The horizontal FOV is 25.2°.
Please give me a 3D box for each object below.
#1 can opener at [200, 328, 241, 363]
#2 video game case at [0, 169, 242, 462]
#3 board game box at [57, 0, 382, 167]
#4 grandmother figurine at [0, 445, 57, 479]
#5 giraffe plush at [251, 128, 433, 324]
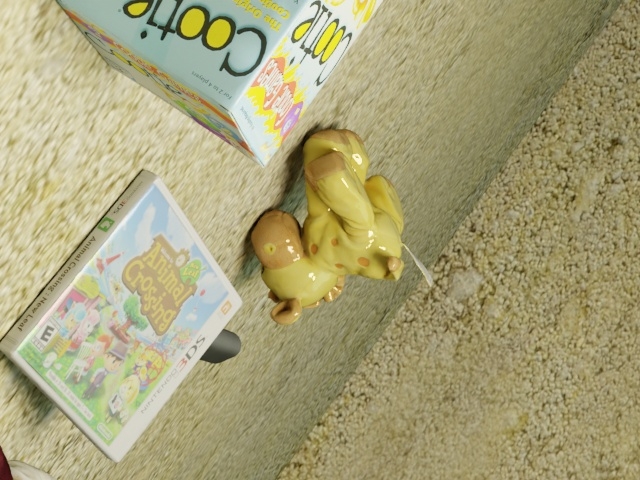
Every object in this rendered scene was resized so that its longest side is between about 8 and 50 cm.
[{"bbox_3d":[-0.150,0.087,1.452,0.093,0.074,0.280,-24,169,9],"label":"can opener"},{"bbox_3d":[-0.165,0.071,1.250,0.193,0.023,0.212,-53,146,-18],"label":"video game case"},{"bbox_3d":[-0.025,-0.212,0.958,0.275,0.144,0.142,-55,168,-6],"label":"board game box"},{"bbox_3d":[-0.306,0.240,1.135,0.208,0.104,0.342,-50,166,11],"label":"grandmother figurine"},{"bbox_3d":[0.000,0.000,1.604,0.170,0.210,0.181,-30,179,17],"label":"giraffe plush"}]
